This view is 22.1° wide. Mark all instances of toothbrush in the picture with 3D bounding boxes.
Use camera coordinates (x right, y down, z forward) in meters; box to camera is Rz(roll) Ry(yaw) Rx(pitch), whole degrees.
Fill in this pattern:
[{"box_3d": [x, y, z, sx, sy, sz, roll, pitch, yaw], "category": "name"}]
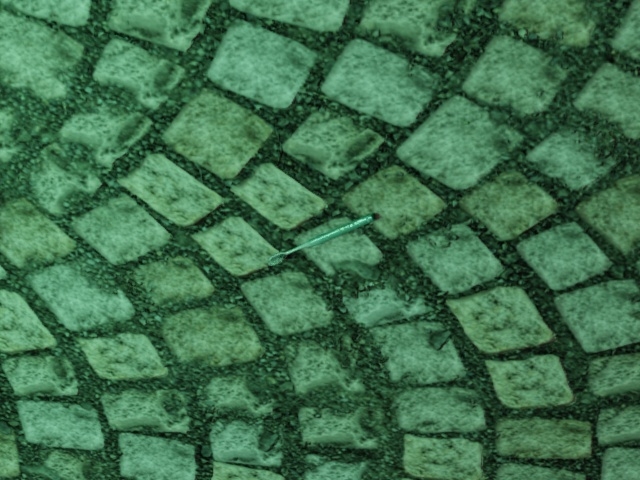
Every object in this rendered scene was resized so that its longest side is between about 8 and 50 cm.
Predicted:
[{"box_3d": [0.000, 0.000, 2.072, 0.167, 0.014, 0.011, -23, 117, 30], "category": "toothbrush"}]
